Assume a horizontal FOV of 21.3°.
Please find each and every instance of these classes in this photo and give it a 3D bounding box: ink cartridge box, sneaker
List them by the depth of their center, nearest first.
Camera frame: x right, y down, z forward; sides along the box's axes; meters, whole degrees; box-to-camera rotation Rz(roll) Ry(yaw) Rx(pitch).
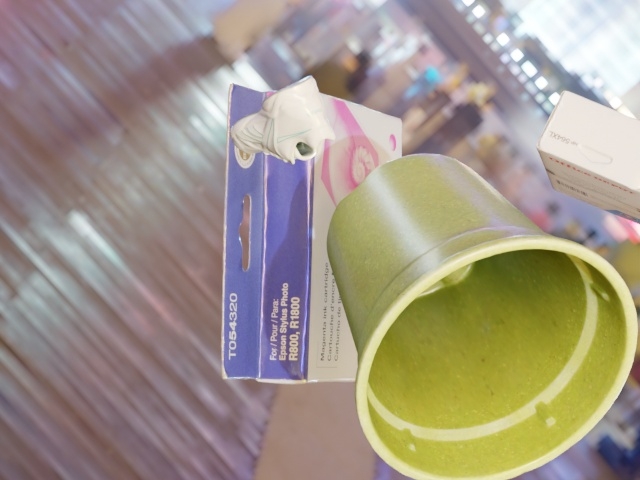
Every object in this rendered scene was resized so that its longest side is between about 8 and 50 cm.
[{"bbox_3d":[-0.034,-0.089,1.442,0.061,0.054,0.152,61,-22,-1],"label":"sneaker"},{"bbox_3d":[0.000,0.000,1.933,0.330,0.071,0.324,7,84,-64],"label":"ink cartridge box"},{"bbox_3d":[0.362,-0.098,2.126,0.148,0.086,0.203,25,-6,17],"label":"ink cartridge box"}]

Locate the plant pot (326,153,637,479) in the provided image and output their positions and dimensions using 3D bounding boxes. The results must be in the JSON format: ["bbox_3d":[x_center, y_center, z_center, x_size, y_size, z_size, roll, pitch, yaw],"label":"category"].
[{"bbox_3d":[0.128,0.051,1.643,0.276,0.276,0.254,42,11,-35],"label":"plant pot"}]
